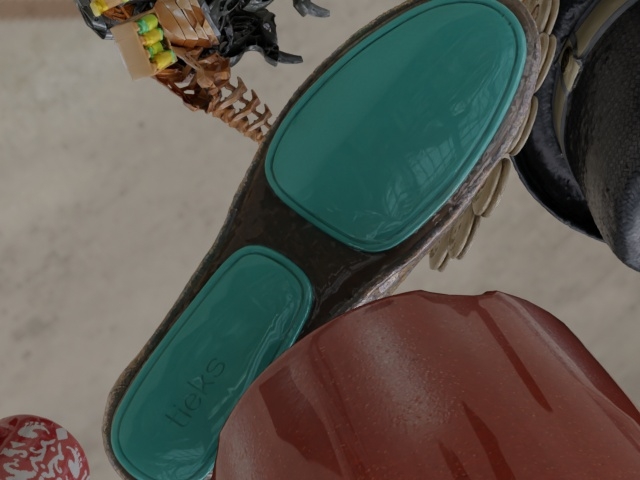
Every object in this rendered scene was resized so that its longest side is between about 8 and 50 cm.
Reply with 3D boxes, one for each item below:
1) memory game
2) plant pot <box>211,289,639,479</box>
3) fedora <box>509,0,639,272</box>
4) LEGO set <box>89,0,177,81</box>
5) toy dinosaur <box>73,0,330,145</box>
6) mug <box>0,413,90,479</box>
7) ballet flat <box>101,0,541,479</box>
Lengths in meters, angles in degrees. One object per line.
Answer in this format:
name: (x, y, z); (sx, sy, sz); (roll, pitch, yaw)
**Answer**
memory game: (0.100, -0.069, 1.165); (0.186, 0.012, 0.186); (-160, -90, -82)
plant pot: (0.078, 0.173, 0.816); (0.272, 0.265, 0.272); (-9, 124, -14)
fedora: (0.297, -0.084, 1.448); (0.334, 0.152, 0.334); (0, 131, 0)
LEGO set: (-0.152, -0.279, 1.531); (0.107, 0.287, 0.132); (-21, 162, 10)
toy dinosaur: (-0.122, -0.208, 1.832); (0.218, 0.322, 0.164); (-24, -177, -37)
mug: (-0.232, 0.187, 1.387); (0.169, 0.113, 0.150); (-64, 157, -66)
ballet flat: (0.000, 0.000, 1.003); (0.316, 0.107, 0.106); (-49, 169, 4)
